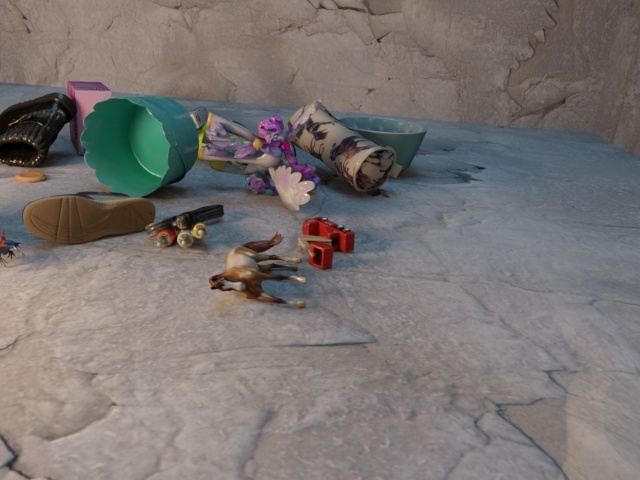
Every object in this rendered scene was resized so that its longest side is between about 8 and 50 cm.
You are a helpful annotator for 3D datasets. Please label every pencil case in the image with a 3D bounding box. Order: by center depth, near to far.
[{"bbox_3d":[0.060,-0.295,1.917,0.183,0.160,0.410,18,17,-46],"label":"pencil case"}]

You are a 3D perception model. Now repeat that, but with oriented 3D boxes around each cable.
[{"bbox_3d":[-0.302,-0.031,1.406,0.140,0.072,0.287,-11,7,5],"label":"cable"}]

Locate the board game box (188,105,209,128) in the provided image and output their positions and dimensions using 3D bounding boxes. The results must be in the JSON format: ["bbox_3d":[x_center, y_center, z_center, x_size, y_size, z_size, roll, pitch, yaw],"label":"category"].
[{"bbox_3d":[-0.539,-0.369,2.075,0.305,0.053,0.193,-19,19,8],"label":"board game box"}]

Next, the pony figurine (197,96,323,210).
[{"bbox_3d":[-0.138,-0.234,1.660,0.364,0.302,0.351,15,-8,-13],"label":"pony figurine"}]

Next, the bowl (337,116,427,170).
[{"bbox_3d":[0.203,-0.322,2.118,0.312,0.163,0.311,3,20,-1],"label":"bowl"}]

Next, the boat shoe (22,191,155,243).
[{"bbox_3d":[-0.506,-0.057,1.336,0.285,0.102,0.092,-9,19,-43],"label":"boat shoe"}]

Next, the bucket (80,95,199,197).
[{"bbox_3d":[-0.478,-0.261,1.660,0.281,0.281,0.183,12,21,19],"label":"bucket"}]

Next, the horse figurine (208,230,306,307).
[{"bbox_3d":[-0.119,0.055,1.154,0.175,0.066,0.263,7,22,-10],"label":"horse figurine"}]

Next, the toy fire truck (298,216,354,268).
[{"bbox_3d":[0.000,0.000,1.355,0.135,0.047,0.192,-11,24,-34],"label":"toy fire truck"}]

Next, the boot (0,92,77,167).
[{"bbox_3d":[-0.942,-0.318,1.911,0.348,0.131,0.260,-17,42,29],"label":"boot"}]

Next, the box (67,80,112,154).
[{"bbox_3d":[-0.790,-0.423,2.103,0.117,0.213,0.243,-6,23,-27],"label":"box"}]

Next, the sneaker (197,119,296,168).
[{"bbox_3d":[-0.277,-0.309,2.008,0.385,0.145,0.147,10,20,18],"label":"sneaker"}]

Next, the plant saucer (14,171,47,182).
[{"bbox_3d":[-0.812,-0.179,1.718,0.084,0.013,0.083,5,20,-2],"label":"plant saucer"}]

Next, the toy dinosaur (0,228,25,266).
[{"bbox_3d":[-0.601,0.018,1.152,0.090,0.047,0.082,39,-2,8],"label":"toy dinosaur"}]
